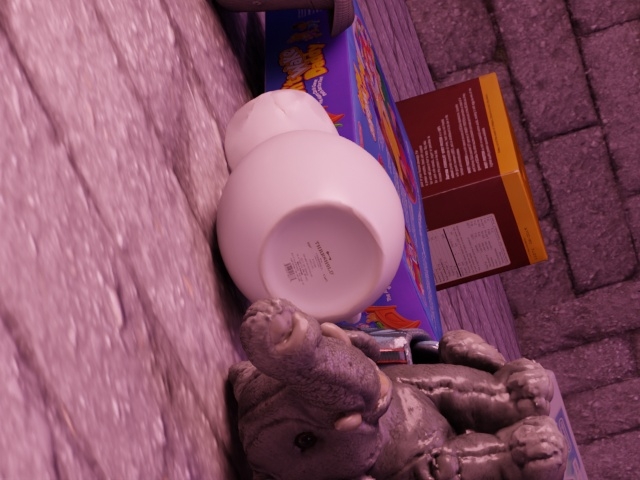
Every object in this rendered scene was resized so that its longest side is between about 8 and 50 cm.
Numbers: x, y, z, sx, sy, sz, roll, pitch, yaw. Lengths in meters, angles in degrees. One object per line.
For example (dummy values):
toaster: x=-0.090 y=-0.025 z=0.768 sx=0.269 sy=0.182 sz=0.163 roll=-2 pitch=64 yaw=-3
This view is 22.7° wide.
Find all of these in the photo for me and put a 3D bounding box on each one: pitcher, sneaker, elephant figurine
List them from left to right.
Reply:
pitcher: x=0.000 y=0.000 z=1.116 sx=0.177 sy=0.125 sz=0.207 roll=62 pitch=3 yaw=-20
elephant figurine: x=0.012 y=0.113 z=0.963 sx=0.169 sy=0.239 sz=0.186 roll=40 pitch=-66 yaw=59
sneaker: x=0.052 y=0.123 z=1.203 sx=0.262 sy=0.125 sz=0.104 roll=41 pitch=38 yaw=-72

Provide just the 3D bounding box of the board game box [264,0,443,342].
board game box: x=0.027 y=-0.066 z=1.411 sx=0.347 sy=0.078 sz=0.233 roll=-93 pitch=162 yaw=-57

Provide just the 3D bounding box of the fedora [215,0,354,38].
fedora: x=-0.051 y=-0.281 z=1.295 sx=0.275 sy=0.124 sz=0.243 roll=74 pitch=5 yaw=-71

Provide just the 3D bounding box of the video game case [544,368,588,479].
video game case: x=0.217 y=0.352 z=1.652 sx=0.300 sy=0.036 sz=0.329 roll=-50 pitch=129 yaw=-44

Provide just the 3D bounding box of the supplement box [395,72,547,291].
supplement box: x=0.126 y=-0.057 z=1.742 sx=0.191 sy=0.194 sz=0.129 roll=-94 pitch=165 yaw=-52
